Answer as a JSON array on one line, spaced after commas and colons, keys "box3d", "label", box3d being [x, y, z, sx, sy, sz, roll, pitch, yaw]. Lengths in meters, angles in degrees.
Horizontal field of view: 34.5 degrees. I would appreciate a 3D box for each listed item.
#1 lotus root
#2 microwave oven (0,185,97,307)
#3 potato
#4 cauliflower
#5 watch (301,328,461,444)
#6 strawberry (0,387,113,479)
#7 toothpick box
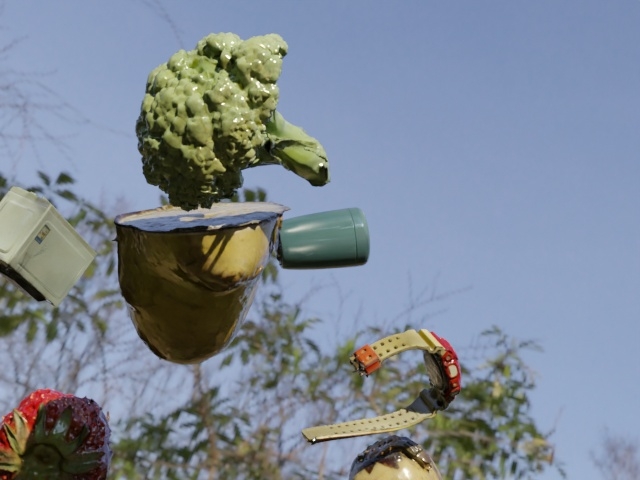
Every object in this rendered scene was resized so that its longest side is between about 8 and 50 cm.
[{"box3d": [0.154, 0.501, 1.820, 0.183, 0.183, 0.309, -21, -91, 45], "label": "lotus root"}, {"box3d": [-0.571, 0.013, 2.050, 0.129, 0.163, 0.205, 25, -20, 28], "label": "microwave oven"}, {"box3d": [-0.198, 0.086, 1.808, 0.397, 0.290, 0.295, 10, -72, 52], "label": "potato"}, {"box3d": [-0.140, -0.182, 1.538, 0.327, 0.260, 0.281, -26, -11, 34], "label": "cauliflower"}, {"box3d": [0.101, 0.239, 1.687, 0.269, 0.102, 0.164, -9, -63, -19], "label": "watch"}, {"box3d": [-0.578, 0.454, 2.321, 0.292, 0.292, 0.343, 20, 5, 1], "label": "strawberry"}, {"box3d": [0.000, 0.000, 2.067, 0.184, 0.120, 0.120, -6, -33, -9], "label": "toothpick box"}]
